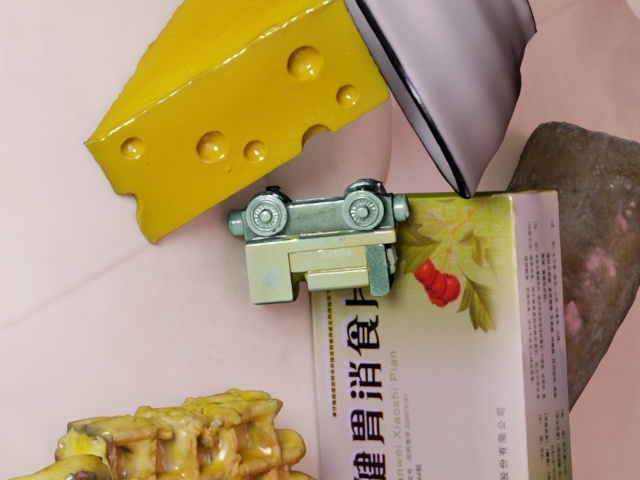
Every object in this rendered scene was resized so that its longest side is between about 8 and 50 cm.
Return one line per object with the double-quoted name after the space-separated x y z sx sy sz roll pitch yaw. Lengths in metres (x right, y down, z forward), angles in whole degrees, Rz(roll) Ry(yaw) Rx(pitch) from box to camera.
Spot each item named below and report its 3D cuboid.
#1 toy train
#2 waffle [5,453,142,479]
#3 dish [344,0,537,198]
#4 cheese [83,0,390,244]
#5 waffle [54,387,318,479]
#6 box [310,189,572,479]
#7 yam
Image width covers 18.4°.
0.000 0.000 1.311 0.050 0.122 0.081 -57 142 -78 "toy train"
-0.178 0.242 1.079 0.262 0.060 0.281 37 71 -33 "waffle"
0.058 -0.184 1.245 0.316 0.106 0.316 63 3 -6 "dish"
-0.067 -0.083 1.260 0.171 0.126 0.093 -44 130 -19 "cheese"
-0.072 0.177 1.256 0.211 0.055 0.160 -10 97 -49 "waffle"
0.081 0.097 1.351 0.062 0.175 0.261 -7 95 -50 "box"
0.168 0.041 1.505 0.133 0.133 0.330 52 55 -36 "yam"
